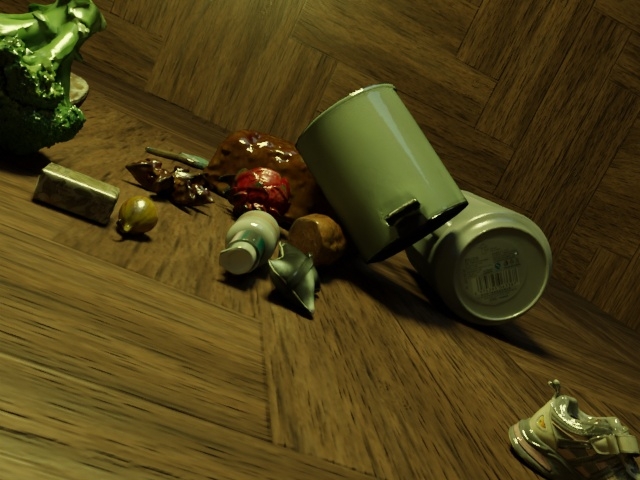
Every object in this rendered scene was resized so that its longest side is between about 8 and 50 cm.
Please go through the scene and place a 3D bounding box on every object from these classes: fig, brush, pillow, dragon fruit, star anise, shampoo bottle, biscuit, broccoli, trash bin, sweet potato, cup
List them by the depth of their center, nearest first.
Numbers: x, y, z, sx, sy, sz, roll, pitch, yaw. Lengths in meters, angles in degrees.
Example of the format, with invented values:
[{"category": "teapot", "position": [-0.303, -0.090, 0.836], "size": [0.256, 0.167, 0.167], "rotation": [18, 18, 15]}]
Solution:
[{"category": "fig", "position": [-0.242, -0.028, 0.787], "size": [0.050, 0.050, 0.083], "rotation": [25, 21, -2]}, {"category": "pillow", "position": [-0.035, 0.050, 0.856], "size": [0.055, 0.091, 0.135], "rotation": [-12, 13, 9]}, {"category": "shampoo bottle", "position": [-0.101, 0.005, 0.872], "size": [0.074, 0.074, 0.192], "rotation": [25, 11, -5]}, {"category": "broccoli", "position": [-0.437, -0.260, 0.876], "size": [0.270, 0.270, 0.270], "rotation": [41, -12, 11]}, {"category": "star anise", "position": [-0.264, -0.103, 1.082], "size": [0.168, 0.057, 0.168], "rotation": [17, 18, -6]}, {"category": "sweet potato", "position": [0.000, 0.000, 1.096], "size": [0.097, 0.097, 0.252], "rotation": [27, 4, 8]}, {"category": "trash bin", "position": [0.111, -0.119, 1.122], "size": [0.262, 0.217, 0.277], "rotation": [59, 8, 9]}, {"category": "dragon fruit", "position": [-0.119, -0.083, 1.184], "size": [0.121, 0.130, 0.142], "rotation": [-18, 33, -24]}, {"category": "cup", "position": [0.297, 0.002, 1.310], "size": [0.323, 0.237, 0.327], "rotation": [37, 8, -12]}, {"category": "biscuit", "position": [-0.036, -0.124, 1.414], "size": [0.395, 0.166, 0.342], "rotation": [26, 8, 7]}, {"category": "brush", "position": [-0.342, -0.199, 1.467], "size": [0.070, 0.021, 0.196], "rotation": [33, 15, 34]}]

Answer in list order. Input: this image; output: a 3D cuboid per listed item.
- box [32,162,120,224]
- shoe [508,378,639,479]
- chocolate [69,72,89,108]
[{"category": "box", "position": [-0.312, -0.061, 0.786], "size": [0.098, 0.045, 0.062], "rotation": [24, 10, -17]}, {"category": "shoe", "position": [0.301, 0.230, 0.658], "size": [0.180, 0.092, 0.089], "rotation": [32, 12, 32]}, {"category": "chocolate", "position": [-0.617, -0.322, 1.258], "size": [0.254, 0.080, 0.157], "rotation": [21, 26, -16]}]
